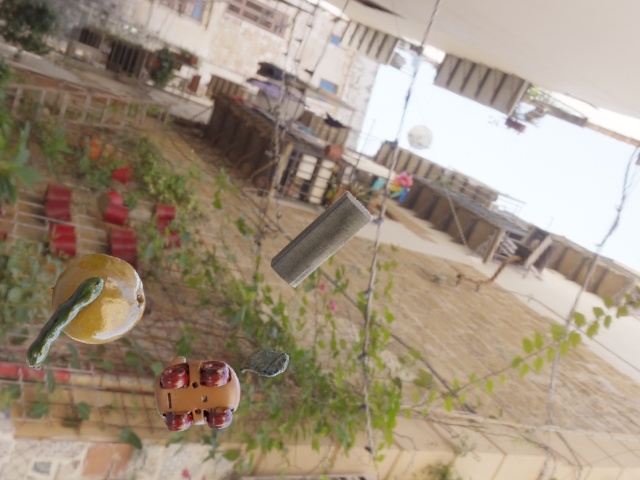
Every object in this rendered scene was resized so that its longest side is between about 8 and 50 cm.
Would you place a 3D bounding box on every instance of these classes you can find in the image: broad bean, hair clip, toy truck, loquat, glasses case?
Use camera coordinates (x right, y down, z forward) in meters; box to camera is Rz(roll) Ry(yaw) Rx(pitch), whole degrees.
[{"bbox_3d":[-0.509,0.164,1.287,0.256,0.053,0.052,-50,-135,13],"label":"broad bean"},{"bbox_3d":[-0.137,0.272,1.448,0.066,0.036,0.229,-56,-163,-26],"label":"hair clip"},{"bbox_3d":[-0.370,0.437,1.958,0.239,0.265,0.188,-113,-161,-80],"label":"toy truck"},{"bbox_3d":[-0.506,0.132,1.494,0.208,0.208,0.207,-26,-123,49],"label":"loquat"},{"bbox_3d":[0.000,0.000,1.247,0.205,0.071,0.047,-42,-167,15],"label":"glasses case"}]
